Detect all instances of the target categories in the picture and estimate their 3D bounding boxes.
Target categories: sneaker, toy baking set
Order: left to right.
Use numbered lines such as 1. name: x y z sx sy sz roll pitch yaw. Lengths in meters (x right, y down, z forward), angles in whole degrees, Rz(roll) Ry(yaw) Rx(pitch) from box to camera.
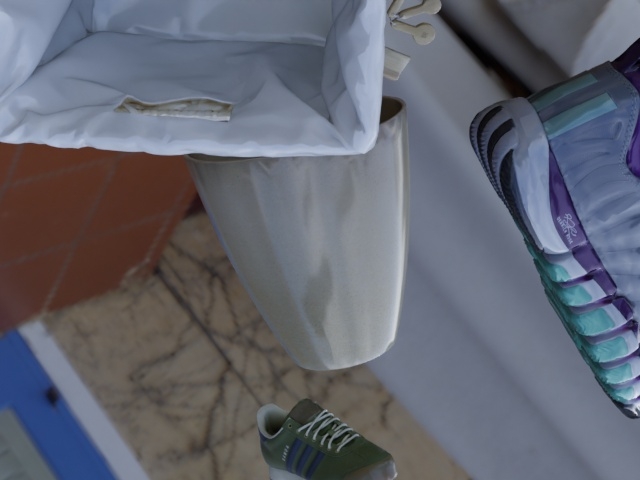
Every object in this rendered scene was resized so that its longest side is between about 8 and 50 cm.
1. sneaker: -0.005 0.205 1.247 0.064 0.086 0.192 -24 -171 -36
2. toy baking set: 0.071 -0.356 1.880 0.196 0.030 0.256 -36 125 14
3. sneaker: 0.156 0.004 0.594 0.098 0.083 0.224 -29 134 6

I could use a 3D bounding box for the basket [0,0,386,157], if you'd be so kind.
1. basket: -0.105 -0.263 1.019 0.266 0.328 0.331 -79 171 -70

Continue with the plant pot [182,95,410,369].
1. plant pot: 0.000 0.000 1.399 0.256 0.274 0.256 -12 -164 4
